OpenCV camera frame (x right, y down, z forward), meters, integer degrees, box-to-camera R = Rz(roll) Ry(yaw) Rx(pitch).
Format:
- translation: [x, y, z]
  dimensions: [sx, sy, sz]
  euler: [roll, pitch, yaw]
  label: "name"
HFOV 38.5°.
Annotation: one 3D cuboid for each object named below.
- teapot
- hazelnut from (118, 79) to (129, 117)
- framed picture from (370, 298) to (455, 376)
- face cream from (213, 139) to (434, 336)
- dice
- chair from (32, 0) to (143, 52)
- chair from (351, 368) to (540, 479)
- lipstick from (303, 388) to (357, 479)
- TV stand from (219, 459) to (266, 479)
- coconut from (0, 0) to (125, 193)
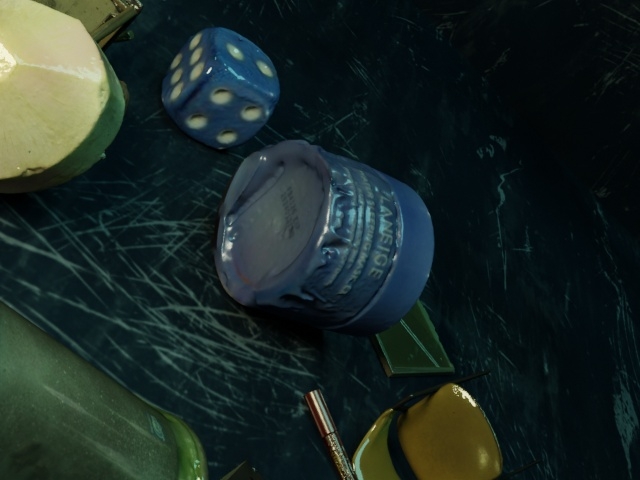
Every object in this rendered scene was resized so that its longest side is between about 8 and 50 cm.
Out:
- translation: [-0.238, 0.189, 0.732]
  dimensions: [0.337, 0.200, 0.270]
  euler: [49, 21, -45]
  label: "teapot"
- translation: [-0.301, -0.191, 1.263]
  dimensions: [0.086, 0.086, 0.086]
  euler: [36, 32, -27]
  label: "hazelnut"
- translation: [0.123, 0.110, 1.595]
  dimensions: [0.209, 0.019, 0.281]
  euler: [11, 48, -50]
  label: "framed picture"
- translation: [0.000, 0.000, 1.307]
  dimensions: [0.225, 0.249, 0.248]
  euler: [17, 44, -42]
  label: "face cream"
- translation: [-0.158, -0.243, 1.463]
  dimensions: [0.146, 0.146, 0.143]
  euler: [28, 35, -36]
  label: "dice"
- translation: [-0.354, -0.320, 1.243]
  dimensions: [0.188, 0.166, 0.272]
  euler: [43, 29, -13]
  label: "chair"
- translation: [0.175, 0.299, 1.320]
  dimensions: [0.247, 0.172, 0.158]
  euler: [9, 50, -60]
  label: "chair"
- translation: [0.024, 0.286, 1.242]
  dimensions: [0.027, 0.027, 0.176]
  euler: [4, 55, -54]
  label: "lipstick"
- translation: [-0.034, 0.373, 0.984]
  dimensions: [0.269, 0.083, 0.088]
  euler: [48, 31, 2]
  label: "TV stand"
- translation: [-0.337, -0.158, 1.018]
  dimensions: [0.197, 0.237, 0.237]
  euler: [56, 29, 1]
  label: "coconut"
